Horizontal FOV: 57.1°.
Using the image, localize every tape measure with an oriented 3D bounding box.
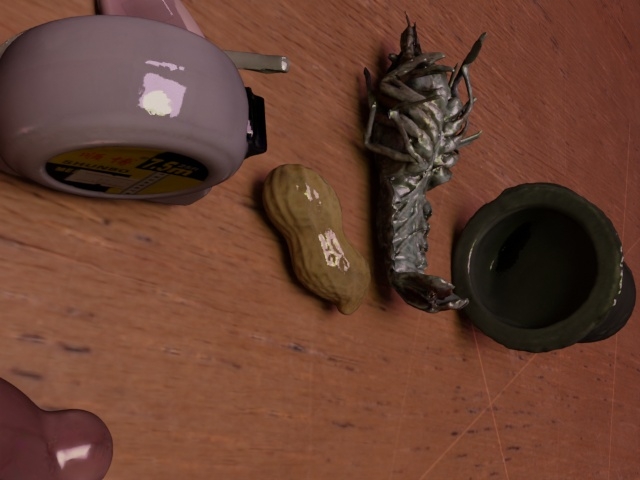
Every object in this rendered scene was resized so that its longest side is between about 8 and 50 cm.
[{"bbox_3d":[-0.136,-0.095,0.435,0.196,0.178,0.105,9,73,-46],"label":"tape measure"}]

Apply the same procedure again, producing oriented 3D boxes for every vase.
[{"bbox_3d":[0.381,0.067,0.927,0.291,0.245,0.245,20,66,-48],"label":"vase"}]

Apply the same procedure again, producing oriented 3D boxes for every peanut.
[{"bbox_3d":[0.000,0.000,0.637,0.082,0.082,0.187,-41,111,-44],"label":"peanut"}]

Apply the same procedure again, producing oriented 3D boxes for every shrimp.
[{"bbox_3d":[0.131,-0.116,0.759,0.221,0.166,0.410,19,79,-46],"label":"shrimp"}]

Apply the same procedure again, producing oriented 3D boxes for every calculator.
[{"bbox_3d":[-0.145,-0.177,0.560,0.103,0.024,0.166,-48,115,-42],"label":"calculator"}]

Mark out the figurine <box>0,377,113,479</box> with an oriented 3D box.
[{"bbox_3d":[-0.213,0.144,0.302,0.173,0.173,0.173,14,71,-45],"label":"figurine"}]
